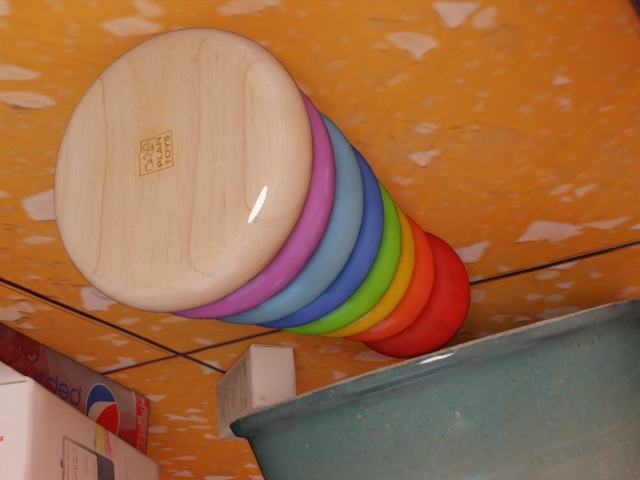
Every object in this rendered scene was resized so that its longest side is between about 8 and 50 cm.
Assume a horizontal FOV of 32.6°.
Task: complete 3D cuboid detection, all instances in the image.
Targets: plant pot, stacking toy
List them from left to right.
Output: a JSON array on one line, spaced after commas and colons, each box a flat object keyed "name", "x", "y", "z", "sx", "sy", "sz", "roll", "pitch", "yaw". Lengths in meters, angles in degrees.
[{"name": "stacking toy", "x": 0.000, "y": 0.000, "z": 0.646, "sx": 0.141, "sy": 0.141, "sz": 0.330, "roll": -14, "pitch": 160, "yaw": 24}, {"name": "plant pot", "x": 0.142, "y": 0.249, "z": 0.822, "sx": 0.341, "sy": 0.334, "sz": 0.341, "roll": -17, "pitch": 169, "yaw": -3}]

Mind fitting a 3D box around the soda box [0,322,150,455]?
[{"name": "soda box", "x": -0.257, "y": 0.155, "z": 0.988, "sx": 0.092, "sy": 0.083, "sz": 0.263, "roll": -11, "pitch": 153, "yaw": 18}]

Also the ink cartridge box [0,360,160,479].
[{"name": "ink cartridge box", "x": -0.273, "y": 0.197, "z": 0.834, "sx": 0.207, "sy": 0.119, "sz": 0.353, "roll": -8, "pitch": 154, "yaw": 10}]

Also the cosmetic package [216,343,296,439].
[{"name": "cosmetic package", "x": -0.061, "y": 0.141, "z": 1.006, "sx": 0.041, "sy": 0.060, "sz": 0.115, "roll": 5, "pitch": 156, "yaw": -20}]
